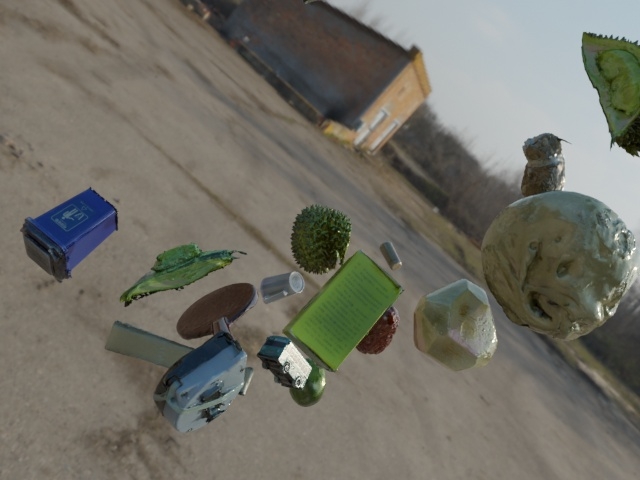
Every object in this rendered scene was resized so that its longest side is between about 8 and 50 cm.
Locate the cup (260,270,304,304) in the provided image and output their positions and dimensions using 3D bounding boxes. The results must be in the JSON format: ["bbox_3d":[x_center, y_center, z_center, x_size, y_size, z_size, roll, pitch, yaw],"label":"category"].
[{"bbox_3d":[-0.114,0.136,1.951,0.074,0.116,0.104,59,41,-16],"label":"cup"}]

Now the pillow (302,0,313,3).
[{"bbox_3d":[0.010,-0.734,1.999,0.051,0.093,0.241,7,26,31],"label":"pillow"}]

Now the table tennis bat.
[{"bbox_3d":[-0.301,0.223,2.072,0.051,0.268,0.414,65,-6,-18],"label":"table tennis bat"}]

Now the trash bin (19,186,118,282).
[{"bbox_3d":[-0.688,-0.018,1.945,0.162,0.234,0.184,37,-35,11],"label":"trash bin"}]

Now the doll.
[{"bbox_3d":[0.539,-0.153,1.716,0.115,0.221,0.105,10,11,14],"label":"doll"}]

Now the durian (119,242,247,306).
[{"bbox_3d":[-0.373,0.072,1.898,0.106,0.375,0.132,46,-32,33],"label":"durian"}]

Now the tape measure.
[{"bbox_3d":[-0.231,0.287,1.372,0.107,0.182,0.181,40,-29,26],"label":"tape measure"}]

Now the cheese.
[{"bbox_3d":[-0.378,0.318,1.896,0.400,0.085,0.034,19,-9,-4],"label":"cheese"}]

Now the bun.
[{"bbox_3d":[0.506,0.061,1.530,0.326,0.234,0.362,24,-40,21],"label":"bun"}]

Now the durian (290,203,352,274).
[{"bbox_3d":[-0.001,-0.001,2.030,0.237,0.177,0.200,-118,-160,-71],"label":"durian"}]

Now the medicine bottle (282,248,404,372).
[{"bbox_3d":[0.047,0.156,1.553,0.141,0.250,0.137,42,-12,2],"label":"medicine bottle"}]

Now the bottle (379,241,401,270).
[{"bbox_3d":[0.227,0.051,2.267,0.045,0.045,0.096,32,26,-46],"label":"bottle"}]

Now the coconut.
[{"bbox_3d":[0.341,0.214,1.805,0.237,0.237,0.197,41,-14,-12],"label":"coconut"}]

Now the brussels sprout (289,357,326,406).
[{"bbox_3d":[-0.041,0.442,2.189,0.118,0.155,0.155,-4,19,-5],"label":"brussels sprout"}]

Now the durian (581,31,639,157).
[{"bbox_3d":[0.759,-0.367,1.750,0.158,0.169,0.351,49,31,-65],"label":"durian"}]

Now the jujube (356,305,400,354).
[{"bbox_3d":[0.154,0.242,1.952,0.109,0.176,0.112,42,45,21],"label":"jujube"}]

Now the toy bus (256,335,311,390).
[{"bbox_3d":[-0.094,0.323,1.871,0.079,0.091,0.160,4,-37,34],"label":"toy bus"}]
